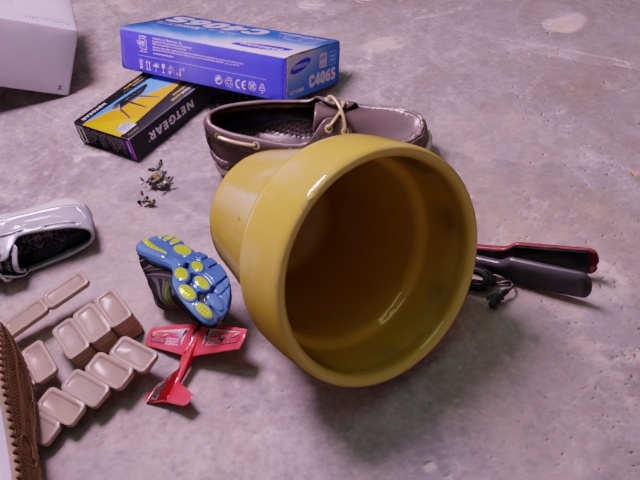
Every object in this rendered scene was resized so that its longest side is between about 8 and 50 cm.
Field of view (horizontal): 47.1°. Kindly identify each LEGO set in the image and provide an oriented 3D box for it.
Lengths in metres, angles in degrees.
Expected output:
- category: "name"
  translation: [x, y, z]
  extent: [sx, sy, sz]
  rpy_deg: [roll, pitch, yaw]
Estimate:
- category: "LEGO set"
  translation: [-0.247, -0.082, 1.098]
  extent: [0.054, 0.023, 0.083]
  rpy_deg: [15, 62, 28]

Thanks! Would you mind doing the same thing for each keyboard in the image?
- category: "keyboard"
  translation: [-0.119, -0.199, 1.190]
  extent: [0.108, 0.023, 0.180]
  rpy_deg: [-15, 44, -5]

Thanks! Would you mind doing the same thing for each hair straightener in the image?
- category: "hair straightener"
  translation: [0.199, 0.034, 0.860]
  extent: [0.230, 0.047, 0.089]
  rpy_deg: [10, 47, 22]

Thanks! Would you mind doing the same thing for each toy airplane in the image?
- category: "toy airplane"
  translation: [-0.150, 0.134, 0.836]
  extent: [0.151, 0.028, 0.151]
  rpy_deg: [-18, 33, 12]

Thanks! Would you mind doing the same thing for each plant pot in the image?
- category: "plant pot"
  translation: [0.000, 0.000, 0.813]
  extent: [0.254, 0.254, 0.239]
  rpy_deg: [-34, 31, -23]

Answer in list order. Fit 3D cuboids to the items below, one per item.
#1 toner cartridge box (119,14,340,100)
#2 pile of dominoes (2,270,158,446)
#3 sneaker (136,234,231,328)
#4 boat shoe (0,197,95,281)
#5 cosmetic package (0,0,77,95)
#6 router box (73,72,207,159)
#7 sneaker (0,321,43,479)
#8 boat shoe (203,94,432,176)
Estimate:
- category: "toner cartridge box"
  translation: [-0.156, -0.316, 1.246]
  extent: [0.347, 0.075, 0.165]
  rpy_deg: [17, 31, 26]
- category: "pile of dominoes"
  translation: [-0.325, 0.160, 0.858]
  extent: [0.251, 0.040, 0.196]
  rpy_deg: [-37, 52, -15]
- category: "sneaker"
  translation: [-0.163, 0.055, 0.888]
  extent: [0.067, 0.078, 0.188]
  rpy_deg: [-22, 34, -30]
- category: "boat shoe"
  translation: [-0.415, 0.011, 0.987]
  extent: [0.227, 0.079, 0.081]
  rpy_deg: [-22, 40, -16]
- category: "cosmetic package"
  translation: [-0.574, -0.388, 1.338]
  extent: [0.224, 0.138, 0.225]
  rpy_deg: [3, 38, -27]
- category: "router box"
  translation: [-0.296, -0.214, 1.223]
  extent: [0.133, 0.046, 0.179]
  rpy_deg: [19, 50, 29]
- category: "sneaker"
  translation: [-0.366, 0.216, 0.728]
  extent: [0.153, 0.099, 0.282]
  rpy_deg: [-18, 55, -7]
- category: "boat shoe"
  translation: [-0.005, -0.152, 1.047]
  extent: [0.324, 0.097, 0.117]
  rpy_deg: [-1, 57, 9]
